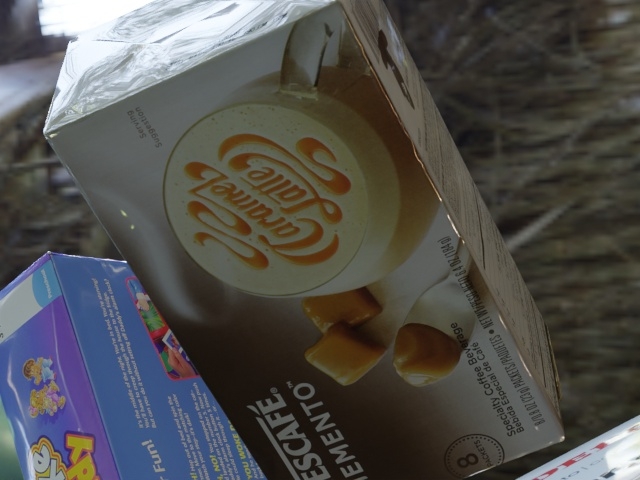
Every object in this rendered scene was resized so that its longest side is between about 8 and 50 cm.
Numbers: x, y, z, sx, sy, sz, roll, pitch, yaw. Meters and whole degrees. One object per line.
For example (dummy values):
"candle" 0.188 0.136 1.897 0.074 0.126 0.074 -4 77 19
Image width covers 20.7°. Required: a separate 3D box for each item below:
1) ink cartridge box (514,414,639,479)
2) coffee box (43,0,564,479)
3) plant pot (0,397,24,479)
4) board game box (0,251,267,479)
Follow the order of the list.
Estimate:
"ink cartridge box" 0.086 0.107 0.427 0.153 0.208 0.087 -26 -89 -8
"coffee box" 0.000 0.000 0.802 0.098 0.141 0.246 -90 -25 -58
"plant pot" -0.224 0.233 1.287 0.235 0.293 0.293 36 -117 -18
"board game box" -0.056 0.183 1.083 0.233 0.078 0.347 8 -127 -48
